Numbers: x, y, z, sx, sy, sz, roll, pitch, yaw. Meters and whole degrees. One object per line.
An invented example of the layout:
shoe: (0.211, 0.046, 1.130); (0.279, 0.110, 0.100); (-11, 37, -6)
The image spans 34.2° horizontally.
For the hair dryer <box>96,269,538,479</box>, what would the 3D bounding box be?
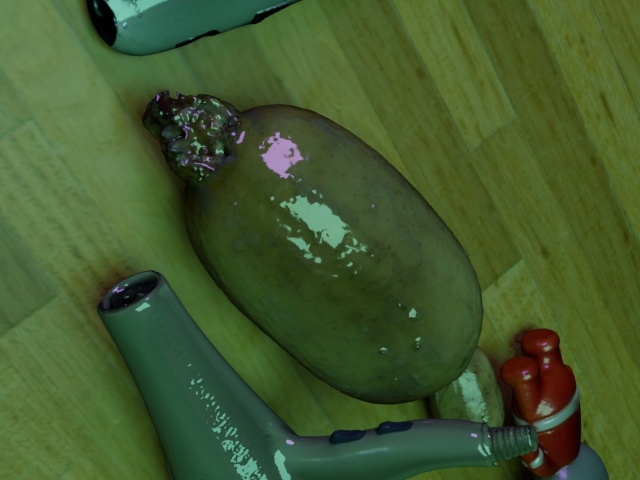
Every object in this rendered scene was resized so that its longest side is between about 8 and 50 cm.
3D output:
hair dryer: (-0.035, 0.123, 0.800); (0.298, 0.119, 0.296); (-36, 110, 31)

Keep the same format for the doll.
doll: (0.236, 0.210, 1.023); (0.142, 0.076, 0.245); (-41, 120, -47)

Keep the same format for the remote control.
remote control: (-0.061, -0.218, 0.816); (0.256, 0.045, 0.097); (-29, 111, -16)

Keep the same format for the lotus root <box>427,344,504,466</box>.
lotus root: (0.139, 0.153, 0.979); (0.072, 0.063, 0.152); (-33, 109, -28)

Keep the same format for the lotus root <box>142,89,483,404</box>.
lotus root: (0.000, 0.000, 0.828); (0.169, 0.151, 0.343); (-50, 117, -8)
